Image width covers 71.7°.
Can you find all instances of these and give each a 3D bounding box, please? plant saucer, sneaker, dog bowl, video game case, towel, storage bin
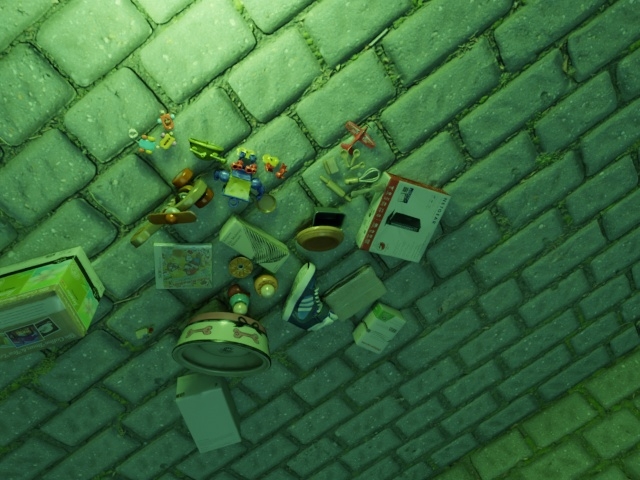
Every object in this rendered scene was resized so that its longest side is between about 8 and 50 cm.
[{"bbox_3d":[-0.216,-0.150,1.763,0.083,0.015,0.084,-6,119,-11],"label":"plant saucer"},{"bbox_3d":[-0.015,0.262,1.945,0.236,0.130,0.323,21,116,-12],"label":"sneaker"},{"bbox_3d":[-0.403,0.440,1.867,0.407,0.151,0.408,2,144,2],"label":"dog bowl"},{"bbox_3d":[-0.557,0.105,1.809,0.226,0.026,0.207,0,117,-14],"label":"video game case"},{"bbox_3d":[0.156,0.247,2.042,0.282,0.049,0.187,-33,121,5],"label":"towel"},{"bbox_3d":[0.000,0.000,1.816,0.199,0.037,0.200,-3,156,-1],"label":"plant saucer"},{"bbox_3d":[0.028,-0.089,1.810,0.135,0.091,0.098,3,116,-14],"label":"storage bin"}]

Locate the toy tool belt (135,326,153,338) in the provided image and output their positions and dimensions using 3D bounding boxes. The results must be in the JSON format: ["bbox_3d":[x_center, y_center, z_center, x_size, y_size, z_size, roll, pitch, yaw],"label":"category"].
[{"bbox_3d":[-0.750,0.401,1.910,0.083,0.052,0.051,-20,151,1],"label":"toy tool belt"}]

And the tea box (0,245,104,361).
[{"bbox_3d":[-1.014,0.221,1.589,0.328,0.324,0.220,-17,120,-5],"label":"tea box"}]

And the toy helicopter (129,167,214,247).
[{"bbox_3d":[-0.547,-0.086,1.591,0.355,0.235,0.140,-38,119,8],"label":"toy helicopter"}]

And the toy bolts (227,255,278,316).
[{"bbox_3d":[-0.311,0.202,1.841,0.218,0.158,0.228,36,104,-27],"label":"toy bolts"}]

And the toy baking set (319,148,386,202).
[{"bbox_3d":[0.126,-0.245,1.744,0.256,0.030,0.196,42,118,-14],"label":"toy baking set"}]

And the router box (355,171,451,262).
[{"bbox_3d":[0.348,-0.093,1.890,0.300,0.082,0.336,13,113,-19],"label":"router box"}]

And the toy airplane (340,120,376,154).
[{"bbox_3d":[0.140,-0.390,1.716,0.151,0.028,0.151,-5,117,-9],"label":"toy airplane"}]

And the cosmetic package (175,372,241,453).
[{"bbox_3d":[-0.527,0.809,2.113,0.217,0.156,0.386,-13,118,-7],"label":"cosmetic package"}]

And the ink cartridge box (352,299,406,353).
[{"bbox_3d":[0.279,0.420,2.134,0.160,0.093,0.220,28,108,-24],"label":"ink cartridge box"}]

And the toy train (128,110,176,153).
[{"bbox_3d":[-0.572,-0.375,1.545,0.166,0.046,0.125,-24,119,-4],"label":"toy train"}]

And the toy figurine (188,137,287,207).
[{"bbox_3d":[-0.322,-0.214,1.614,0.362,0.191,0.217,13,118,-18],"label":"toy figurine"}]

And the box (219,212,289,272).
[{"bbox_3d":[-0.266,0.012,1.790,0.275,0.094,0.113,32,106,-26],"label":"box"}]
